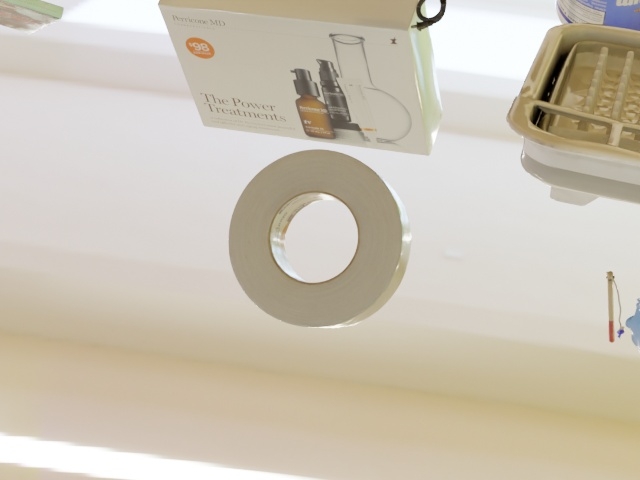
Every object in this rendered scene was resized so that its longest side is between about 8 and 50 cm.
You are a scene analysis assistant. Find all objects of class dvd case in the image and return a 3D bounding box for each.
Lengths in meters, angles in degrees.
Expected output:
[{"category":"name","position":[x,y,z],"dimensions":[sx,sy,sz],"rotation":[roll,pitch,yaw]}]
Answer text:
[{"category":"dvd case","position":[-0.282,-0.206,1.220],"dimensions":[0.087,0.013,0.119],"rotation":[15,174,-25]}]

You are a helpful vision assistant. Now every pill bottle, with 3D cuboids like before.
[{"category":"pill bottle","position":[0.394,-0.354,1.859],"dimensions":[0.152,0.272,0.152],"rotation":[-2,-119,4]}]

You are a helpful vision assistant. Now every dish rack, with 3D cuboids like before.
[{"category":"dish rack","position":[0.316,-0.095,1.206],"dimensions":[0.285,0.072,0.333],"rotation":[12,-152,12]}]

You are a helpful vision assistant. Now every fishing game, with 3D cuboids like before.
[{"category":"fishing game","position":[0.462,0.146,1.780],"dimensions":[0.041,0.189,0.264],"rotation":[-29,-136,-16]}]

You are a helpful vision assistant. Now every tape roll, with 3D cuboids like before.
[{"category":"tape roll","position":[0.000,0.000,1.718],"dimensions":[0.219,0.219,0.072],"rotation":[13,178,15]}]

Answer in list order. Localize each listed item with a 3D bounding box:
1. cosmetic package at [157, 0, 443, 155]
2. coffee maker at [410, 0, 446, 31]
[{"category":"cosmetic package","position":[-0.022,-0.266,2.052],"dimensions":[0.377,0.284,0.097],"rotation":[8,-124,18]},{"category":"coffee maker","position":[0.091,-0.364,1.657],"dimensions":[0.120,0.171,0.178],"rotation":[-29,160,27]}]
